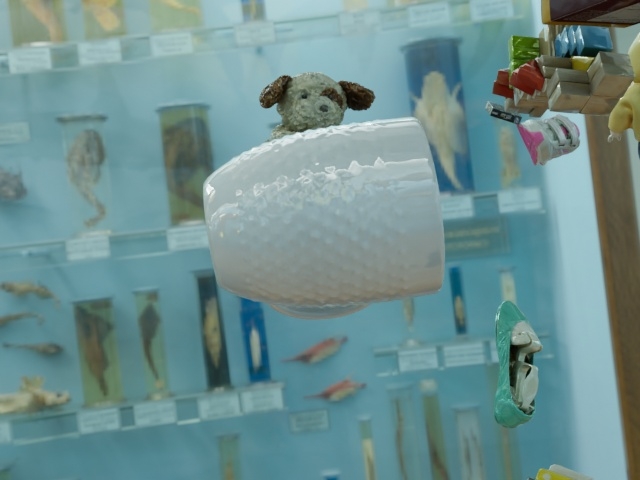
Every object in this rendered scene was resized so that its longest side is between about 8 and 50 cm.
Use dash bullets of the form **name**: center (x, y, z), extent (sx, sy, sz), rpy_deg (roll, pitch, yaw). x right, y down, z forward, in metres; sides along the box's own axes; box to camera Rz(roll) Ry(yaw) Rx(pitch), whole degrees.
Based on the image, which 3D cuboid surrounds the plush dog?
- **plush dog**: center (-0.011, -0.218, 1.709), extent (0.263, 0.225, 0.210), rpy_deg (1, 1, -18)

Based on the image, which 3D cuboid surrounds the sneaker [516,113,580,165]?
- **sneaker**: center (0.506, -0.230, 1.910), extent (0.111, 0.103, 0.252), rpy_deg (-25, -4, 22)

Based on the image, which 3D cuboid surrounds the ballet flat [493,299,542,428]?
- **ballet flat**: center (0.374, 0.226, 1.622), extent (0.083, 0.247, 0.087), rpy_deg (21, -26, -30)

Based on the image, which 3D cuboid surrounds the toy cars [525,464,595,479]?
- **toy cars**: center (0.388, 0.410, 1.176), extent (0.176, 0.393, 0.087), rpy_deg (-18, 33, 51)

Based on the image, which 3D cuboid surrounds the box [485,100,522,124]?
- **box**: center (0.393, -0.275, 1.876), extent (0.067, 0.018, 0.083), rpy_deg (17, 20, -4)

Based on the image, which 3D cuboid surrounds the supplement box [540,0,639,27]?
- **supplement box**: center (0.364, -0.365, 1.021), extent (0.129, 0.191, 0.194), rpy_deg (-3, 2, -20)

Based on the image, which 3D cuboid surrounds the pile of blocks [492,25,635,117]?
- **pile of blocks**: center (0.325, -0.257, 1.267), extent (0.113, 0.148, 0.362), rpy_deg (4, 8, -7)

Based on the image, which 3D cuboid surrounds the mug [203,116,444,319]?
- **mug**: center (0.000, 0.000, 1.361), extent (0.328, 0.276, 0.374), rpy_deg (-8, -41, -3)

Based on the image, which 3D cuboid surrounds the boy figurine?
- **boy figurine**: center (0.579, -0.219, 1.504), extent (0.177, 0.285, 0.092), rpy_deg (-16, 8, 27)
